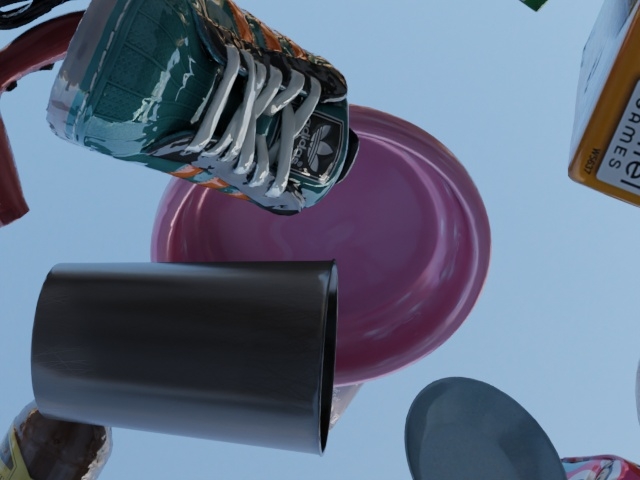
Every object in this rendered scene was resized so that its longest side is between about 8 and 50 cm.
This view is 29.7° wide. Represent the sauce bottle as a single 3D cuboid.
[{"bbox_3d":[-0.291,0.244,1.263,0.111,0.344,0.111,30,-174,-4],"label":"sauce bottle"}]

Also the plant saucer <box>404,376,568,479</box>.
[{"bbox_3d":[0.150,0.222,1.139,0.195,0.037,0.195,21,-134,-23],"label":"plant saucer"}]

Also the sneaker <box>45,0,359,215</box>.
[{"bbox_3d":[-0.043,-0.076,0.653,0.121,0.108,0.302,25,-173,8],"label":"sneaker"}]

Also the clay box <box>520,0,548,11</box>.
[{"bbox_3d":[0.140,-0.321,1.146,0.127,0.053,0.222,23,-149,-39],"label":"clay box"}]

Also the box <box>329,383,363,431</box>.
[{"bbox_3d":[0.035,0.161,1.732,0.036,0.136,0.225,29,-100,36],"label":"box"}]

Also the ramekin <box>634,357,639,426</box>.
[{"bbox_3d":[0.225,0.105,0.390,0.277,0.135,0.277,44,-159,-22],"label":"ramekin"}]

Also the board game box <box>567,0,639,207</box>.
[{"bbox_3d":[0.373,-0.173,0.660,0.356,0.356,0.356,22,-158,6],"label":"board game box"}]

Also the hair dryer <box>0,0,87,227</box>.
[{"bbox_3d":[-0.257,-0.150,1.000,0.224,0.293,0.080,13,-166,-5],"label":"hair dryer"}]

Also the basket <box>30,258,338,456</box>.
[{"bbox_3d":[-0.104,0.087,0.970,0.227,0.154,0.204,3,-172,3],"label":"basket"}]

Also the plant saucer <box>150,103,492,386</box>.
[{"bbox_3d":[0.000,0.000,1.197,0.332,0.332,0.084,19,-147,-16],"label":"plant saucer"}]

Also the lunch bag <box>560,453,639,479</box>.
[{"bbox_3d":[0.340,0.345,1.317,0.258,0.293,0.120,35,-113,-12],"label":"lunch bag"}]
